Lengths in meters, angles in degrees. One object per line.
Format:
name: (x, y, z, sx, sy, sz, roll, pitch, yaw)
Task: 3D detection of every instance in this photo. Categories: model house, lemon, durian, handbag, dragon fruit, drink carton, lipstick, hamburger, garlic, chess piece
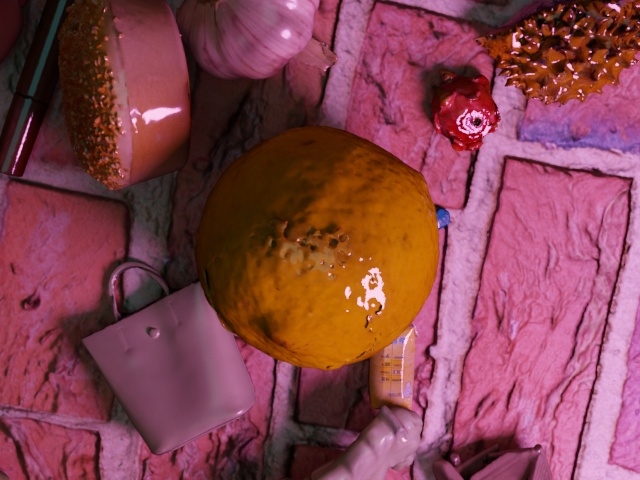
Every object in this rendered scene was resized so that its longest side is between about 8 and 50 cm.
model house: (0.310, 0.440, 1.377, 0.188, 0.122, 0.229, -24, 113, -8)
lemon: (0.000, 0.000, 1.197, 0.350, 0.387, 0.349, 14, 140, 12)
durian: (0.424, -0.323, 1.240, 0.341, 0.112, 0.191, -31, 96, 4)
handbag: (-0.259, 0.180, 1.350, 0.241, 0.109, 0.315, -27, 95, 5)
dragon fruit: (0.230, -0.204, 1.288, 0.112, 0.068, 0.126, 5, 101, 0)
drink carton: (0.119, 0.177, 1.354, 0.084, 0.074, 0.200, 1, 101, 1)
lipstick: (-0.440, -0.273, 1.296, 0.057, 0.057, 0.356, 22, 100, -3)
hamburger: (-0.288, -0.217, 1.189, 0.170, 0.302, 0.302, -9, 100, -16)
garlic: (-0.069, -0.333, 1.231, 0.253, 0.245, 0.245, 26, 102, -40)
chess piece: (0.058, 0.389, 1.347, 0.176, 0.176, 0.298, 44, 96, -6)

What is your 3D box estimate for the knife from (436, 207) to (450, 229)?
knife: (0.093, 0.043, 1.356, 0.296, 0.026, 0.044, -36, 100, 4)

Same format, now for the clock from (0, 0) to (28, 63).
clock: (-0.543, -0.321, 1.192, 0.142, 0.241, 0.227, 37, 93, -8)

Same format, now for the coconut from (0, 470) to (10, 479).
coconut: (-0.618, 0.496, 1.364, 0.236, 0.236, 0.204, -34, 57, 7)
